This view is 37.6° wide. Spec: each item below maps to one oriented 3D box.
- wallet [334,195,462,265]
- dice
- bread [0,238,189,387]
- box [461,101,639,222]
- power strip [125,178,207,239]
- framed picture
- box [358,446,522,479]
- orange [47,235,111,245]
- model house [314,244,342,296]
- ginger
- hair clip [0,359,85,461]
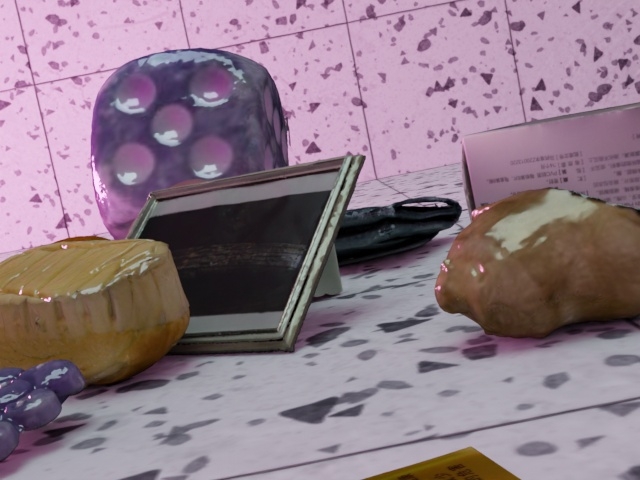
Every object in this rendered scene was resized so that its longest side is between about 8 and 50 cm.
[{"bbox_3d":[0.000,0.000,1.287,0.342,0.075,0.237,-10,0,29],"label":"wallet"},{"bbox_3d":[-0.198,-0.128,1.501,0.271,0.270,0.270,-4,-20,7],"label":"dice"},{"bbox_3d":[-0.225,0.068,0.850,0.236,0.106,0.140,-3,23,38],"label":"bread"},{"bbox_3d":[0.339,-0.080,1.063,0.332,0.145,0.173,-7,6,39],"label":"box"},{"bbox_3d":[-0.173,0.002,1.192,0.154,0.078,0.154,-21,44,22],"label":"power strip"},{"bbox_3d":[-0.110,0.016,0.932,0.293,0.018,0.231,-7,47,35],"label":"framed picture"},{"bbox_3d":[0.010,0.123,0.376,0.156,0.022,0.089,-13,5,-16],"label":"box"},{"bbox_3d":[-0.276,0.056,1.062,0.135,0.118,0.135,-9,-17,-3],"label":"orange"},{"bbox_3d":[-0.071,0.025,1.038,0.148,0.101,0.127,-12,5,-30],"label":"model house"},{"bbox_3d":[0.177,0.030,0.677,0.193,0.115,0.122,4,37,41],"label":"ginger"},{"bbox_3d":[-0.246,0.138,0.646,0.124,0.052,0.195,-6,15,29],"label":"hair clip"}]
